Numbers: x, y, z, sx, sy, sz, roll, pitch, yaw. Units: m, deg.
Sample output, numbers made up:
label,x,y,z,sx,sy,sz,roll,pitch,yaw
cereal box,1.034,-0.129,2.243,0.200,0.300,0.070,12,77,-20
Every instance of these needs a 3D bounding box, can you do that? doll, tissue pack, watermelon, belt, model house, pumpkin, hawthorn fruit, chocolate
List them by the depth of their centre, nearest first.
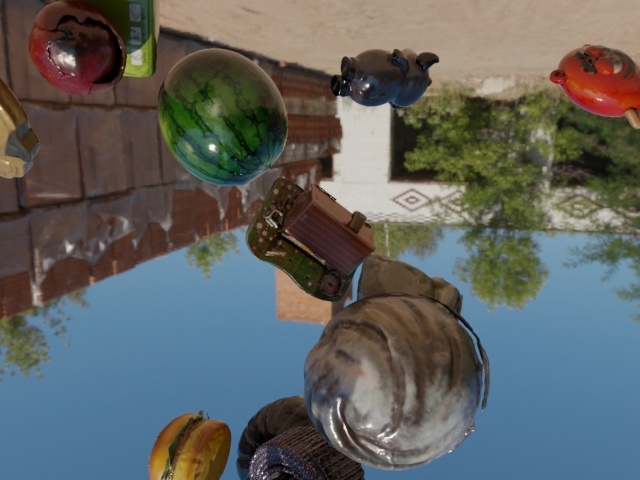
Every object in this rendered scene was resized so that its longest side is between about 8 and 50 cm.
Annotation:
label,x,y,z,sx,sy,sz,roll,pitch,yaw
doll,0.440,-0.238,0.828,0.217,0.085,0.183,13,-134,-13
chocolate,0.101,0.230,0.863,0.303,0.304,0.213,4,179,24
hawthorn fruit,-0.382,-0.307,0.868,0.148,0.148,0.172,-3,176,-15
tissue pack,-0.371,-0.464,0.980,0.167,0.275,0.200,2,-138,-15
belt,-0.027,0.517,1.119,0.122,0.260,0.324,-17,174,-40
model house,0.001,0.000,1.262,0.293,0.207,0.154,36,160,-21
doll,0.152,-0.374,1.284,0.257,0.117,0.182,-13,161,-29
watermelon,-0.253,-0.318,1.457,0.362,0.364,0.363,0,-170,0
pumpkin,-0.082,0.662,1.684,0.363,0.364,0.266,6,171,32

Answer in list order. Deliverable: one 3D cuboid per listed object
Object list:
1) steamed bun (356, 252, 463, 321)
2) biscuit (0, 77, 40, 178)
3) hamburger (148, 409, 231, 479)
label,x,y,z,sx,sy,sz,roll,pitch,yaw
steamed bun,0.162,0.143,1.087,0.211,0.218,0.144,20,-122,10
biscuit,-0.655,-0.241,0.998,0.351,0.312,0.057,-24,-153,52
hamburger,-0.360,0.572,1.485,0.169,0.246,0.246,11,-166,21
